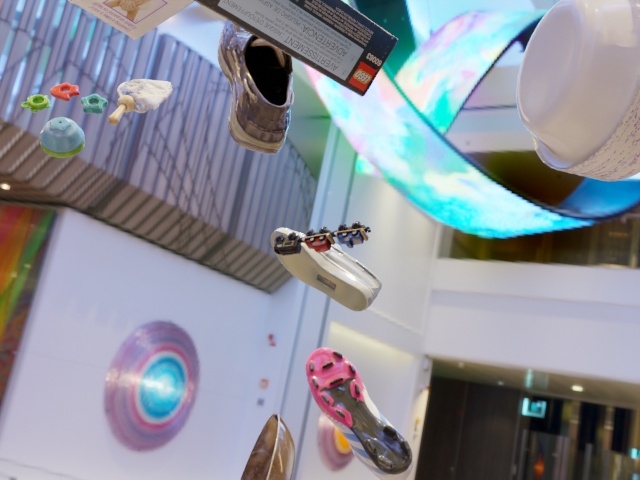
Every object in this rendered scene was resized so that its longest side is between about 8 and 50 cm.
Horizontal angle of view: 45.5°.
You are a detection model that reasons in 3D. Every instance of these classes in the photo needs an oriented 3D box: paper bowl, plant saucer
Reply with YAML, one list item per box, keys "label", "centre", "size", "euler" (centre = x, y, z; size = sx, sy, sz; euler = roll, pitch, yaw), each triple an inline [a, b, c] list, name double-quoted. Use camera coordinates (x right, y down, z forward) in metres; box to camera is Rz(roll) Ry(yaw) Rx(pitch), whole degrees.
- label: "paper bowl"
  centre: [0.385, -0.235, 1.082]
  size: [0.148, 0.284, 0.284]
  euler: [11, -13, -13]
- label: "plant saucer"
  centre: [-0.108, 0.448, 1.290]
  size: [0.050, 0.311, 0.310]
  euler: [22, -15, -6]

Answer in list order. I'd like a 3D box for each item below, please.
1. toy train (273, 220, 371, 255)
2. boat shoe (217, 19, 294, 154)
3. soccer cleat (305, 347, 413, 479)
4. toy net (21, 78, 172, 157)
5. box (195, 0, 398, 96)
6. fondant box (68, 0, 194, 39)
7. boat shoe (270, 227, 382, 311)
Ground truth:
- label: "toy train"
  centre: [0.000, 0.000, 1.138]
  size: [0.158, 0.036, 0.027]
  euler: [-9, -42, 24]
- label: "boat shoe"
  centre: [-0.102, -0.321, 1.406]
  size: [0.132, 0.355, 0.130]
  euler: [7, -38, -28]
- label: "soccer cleat"
  centre: [0.070, 0.381, 1.621]
  size: [0.116, 0.331, 0.143]
  euler: [-26, -32, -21]
- label: "toy net"
  centre: [-0.356, -0.218, 1.249]
  size: [0.232, 0.122, 0.045]
  euler: [-25, -32, -27]
- label: "box"
  centre: [-0.075, -0.184, 0.498]
  size: [0.159, 0.044, 0.233]
  euler: [19, 19, -44]
- label: "fondant box"
  centre: [-0.104, -0.375, 0.698]
  size: [0.330, 0.238, 0.096]
  euler: [-26, -19, 23]
- label: "boat shoe"
  centre: [0.012, 0.043, 1.413]
  size: [0.227, 0.081, 0.079]
  euler: [35, -47, 15]
